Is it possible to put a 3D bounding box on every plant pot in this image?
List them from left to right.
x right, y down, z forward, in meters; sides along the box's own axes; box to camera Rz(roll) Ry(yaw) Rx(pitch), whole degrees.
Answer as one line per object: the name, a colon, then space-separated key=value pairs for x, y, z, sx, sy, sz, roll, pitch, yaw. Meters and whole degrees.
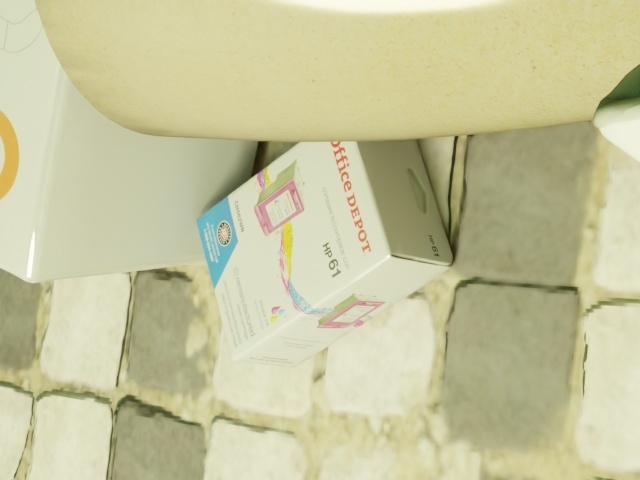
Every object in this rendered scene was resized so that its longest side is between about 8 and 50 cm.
plant pot: x=0.057 y=-0.148 z=0.696 sx=0.274 sy=0.256 sz=0.256 roll=13 pitch=92 yaw=29

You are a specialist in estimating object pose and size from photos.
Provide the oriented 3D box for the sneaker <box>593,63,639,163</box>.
sneaker: x=0.157 y=-0.137 z=0.427 sx=0.146 sy=0.122 sz=0.330 roll=23 pitch=123 yaw=15

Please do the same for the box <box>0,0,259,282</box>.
box: x=-0.141 y=-0.177 z=0.872 sx=0.215 sy=0.168 sz=0.345 roll=22 pitch=106 yaw=34

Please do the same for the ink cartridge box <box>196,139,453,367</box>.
ink cartridge box: x=0.000 y=0.000 z=0.837 sx=0.122 sy=0.052 sz=0.088 roll=-34 pitch=60 yaw=34
